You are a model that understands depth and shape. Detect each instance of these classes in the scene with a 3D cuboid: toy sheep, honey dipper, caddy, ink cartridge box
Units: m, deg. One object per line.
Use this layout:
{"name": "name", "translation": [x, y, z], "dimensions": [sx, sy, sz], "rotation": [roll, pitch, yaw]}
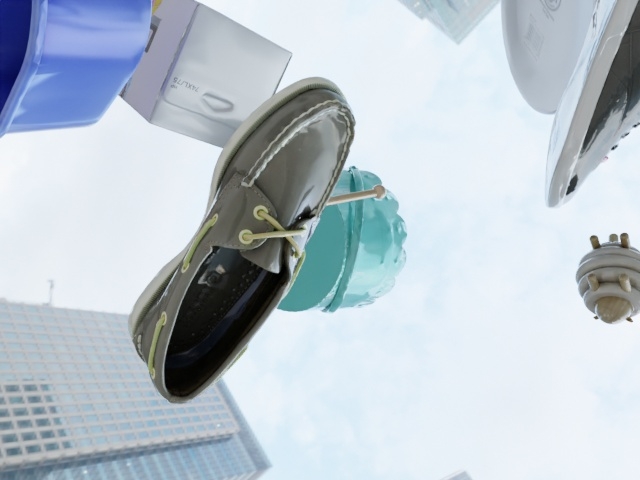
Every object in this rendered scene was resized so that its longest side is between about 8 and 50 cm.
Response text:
{"name": "toy sheep", "translation": [0.342, 0.041, 0.674], "dimensions": [0.091, 0.091, 0.132], "rotation": [4, -128, 31]}
{"name": "honey dipper", "translation": [0.017, -0.046, 0.660], "dimensions": [0.030, 0.161, 0.030], "rotation": [19, -66, 49]}
{"name": "caddy", "translation": [-0.348, -0.262, 0.663], "dimensions": [0.341, 0.179, 0.241], "rotation": [-31, -103, 44]}
{"name": "ink cartridge box", "translation": [-0.226, -0.304, 0.995], "dimensions": [0.270, 0.198, 0.197], "rotation": [40, -72, 41]}

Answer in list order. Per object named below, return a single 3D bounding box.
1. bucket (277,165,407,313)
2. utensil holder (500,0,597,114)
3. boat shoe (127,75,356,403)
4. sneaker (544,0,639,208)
{"name": "bucket", "translation": [0.000, 0.000, 1.037], "dimensions": [0.281, 0.183, 0.281], "rotation": [3, -85, 38]}
{"name": "utensil holder", "translation": [0.485, -0.348, 0.779], "dimensions": [0.386, 0.327, 0.327], "rotation": [-8, -107, -2]}
{"name": "boat shoe", "translation": [-0.059, 0.005, 0.496], "dimensions": [0.305, 0.109, 0.091], "rotation": [-54, -142, 12]}
{"name": "sneaker", "translation": [0.332, -0.142, 0.590], "dimensions": [0.147, 0.295, 0.104], "rotation": [12, -140, 7]}
